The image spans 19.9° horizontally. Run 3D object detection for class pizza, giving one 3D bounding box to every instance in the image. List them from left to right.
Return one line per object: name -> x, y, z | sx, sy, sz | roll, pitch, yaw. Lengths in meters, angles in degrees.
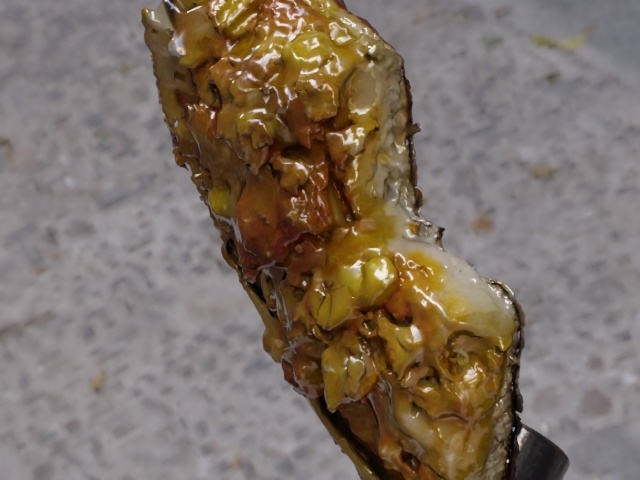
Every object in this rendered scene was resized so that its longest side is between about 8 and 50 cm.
pizza -> 0.000, 0.000, 0.844 | 0.086, 0.305, 0.161 | -22, -3, -30

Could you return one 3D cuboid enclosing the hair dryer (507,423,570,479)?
hair dryer -> 0.145, 0.223, 1.122 | 0.248, 0.078, 0.195 | 11, 66, 45
